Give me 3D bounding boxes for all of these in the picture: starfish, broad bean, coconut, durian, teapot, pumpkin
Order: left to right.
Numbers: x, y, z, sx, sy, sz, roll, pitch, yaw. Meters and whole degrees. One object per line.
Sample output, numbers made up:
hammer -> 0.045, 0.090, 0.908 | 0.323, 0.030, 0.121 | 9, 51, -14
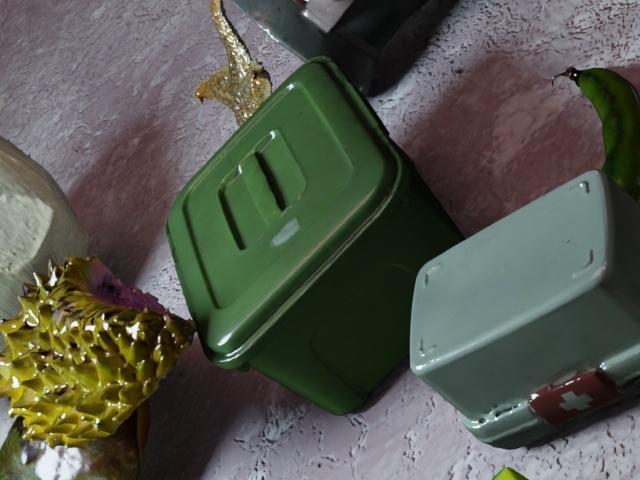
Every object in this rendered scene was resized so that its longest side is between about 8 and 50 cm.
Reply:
coconut -> -0.462, 0.043, 1.755 | 0.346, 0.360, 0.346 | -46, -17, -19
pumpkin -> -0.266, 0.190, 1.460 | 0.312, 0.169, 0.148 | -94, 6, -56
durian -> -0.240, 0.102, 1.320 | 0.191, 0.112, 0.341 | -48, 25, -7
starfish -> -0.077, -0.139, 1.598 | 0.048, 0.295, 0.231 | -25, -10, -22
teapot -> 0.075, -0.347, 1.540 | 0.344, 0.253, 0.300 | -54, 5, 10
broad bean -> 0.255, -0.094, 1.211 | 0.069, 0.039, 0.227 | -32, 33, 19

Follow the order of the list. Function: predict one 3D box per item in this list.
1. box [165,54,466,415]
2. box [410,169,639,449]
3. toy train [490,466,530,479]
box -> 0.000, 0.000, 1.332 | 0.253, 0.178, 0.328 | -44, 28, 11
box -> 0.178, 0.054, 1.057 | 0.210, 0.129, 0.148 | -32, 33, 33
toy train -> 0.070, 0.348, 0.849 | 0.442, 0.179, 0.272 | -50, 23, 5
